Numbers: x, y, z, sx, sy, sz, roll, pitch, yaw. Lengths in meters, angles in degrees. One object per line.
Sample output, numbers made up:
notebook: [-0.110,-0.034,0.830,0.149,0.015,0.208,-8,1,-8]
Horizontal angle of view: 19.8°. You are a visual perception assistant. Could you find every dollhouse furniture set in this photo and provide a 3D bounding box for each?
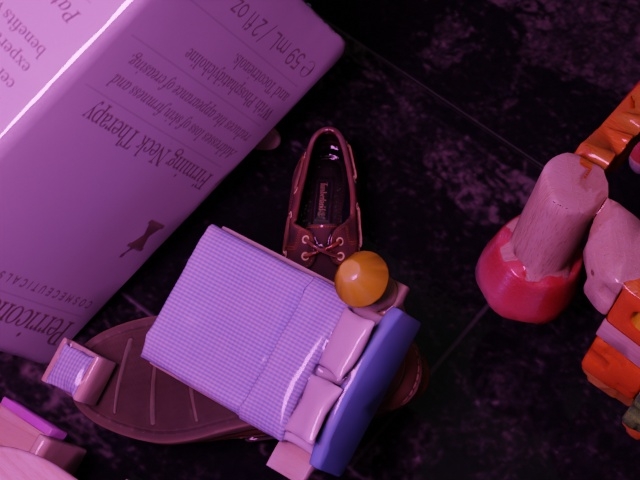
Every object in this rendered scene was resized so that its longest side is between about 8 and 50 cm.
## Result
dollhouse furniture set: [-0.128,0.089,1.400,0.286,0.198,0.303,29,88,29]

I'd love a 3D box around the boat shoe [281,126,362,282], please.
boat shoe: [0.000,0.000,1.605,0.073,0.073,0.207,0,65,0]

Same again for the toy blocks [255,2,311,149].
toy blocks: [-0.075,-0.167,1.701,0.123,0.054,0.148,14,65,9]

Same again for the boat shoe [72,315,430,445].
boat shoe: [-0.059,0.124,1.532,0.307,0.104,0.111,-2,74,25]

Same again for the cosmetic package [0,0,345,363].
cosmetic package: [-0.258,-0.163,1.500,0.394,0.329,0.327,-46,69,5]

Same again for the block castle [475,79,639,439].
block castle: [0.380,0.059,1.484,0.453,0.213,0.303,38,60,13]
